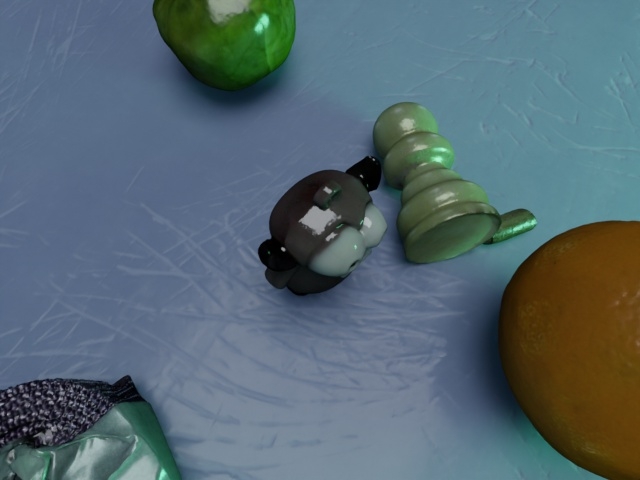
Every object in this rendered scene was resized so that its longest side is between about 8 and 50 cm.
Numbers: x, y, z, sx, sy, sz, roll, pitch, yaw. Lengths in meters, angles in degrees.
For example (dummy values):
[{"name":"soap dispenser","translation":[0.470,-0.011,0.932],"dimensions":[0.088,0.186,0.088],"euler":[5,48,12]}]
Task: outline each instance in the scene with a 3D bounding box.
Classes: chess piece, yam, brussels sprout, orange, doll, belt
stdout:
[{"name":"chess piece","translation":[0.160,-0.106,0.716],"dimensions":[0.144,0.144,0.252],"euler":[-11,61,-10]},{"name":"yam","translation":[0.293,-0.022,0.732],"dimensions":[0.094,0.043,0.043],"euler":[-19,69,-14]},{"name":"brussels sprout","translation":[-0.158,-0.382,0.763],"dimensions":[0.219,0.210,0.271],"euler":[-36,60,4]},{"name":"orange","translation":[0.370,0.123,0.541],"dimensions":[0.311,0.312,0.313],"euler":[2,66,-4]},{"name":"doll","translation":[-0.002,-0.001,0.578],"dimensions":[0.117,0.257,0.182],"euler":[44,69,6]},{"name":"belt","translation":[-0.281,0.309,0.493],"dimensions":[0.260,0.122,0.325],"euler":[-29,71,-11]}]
